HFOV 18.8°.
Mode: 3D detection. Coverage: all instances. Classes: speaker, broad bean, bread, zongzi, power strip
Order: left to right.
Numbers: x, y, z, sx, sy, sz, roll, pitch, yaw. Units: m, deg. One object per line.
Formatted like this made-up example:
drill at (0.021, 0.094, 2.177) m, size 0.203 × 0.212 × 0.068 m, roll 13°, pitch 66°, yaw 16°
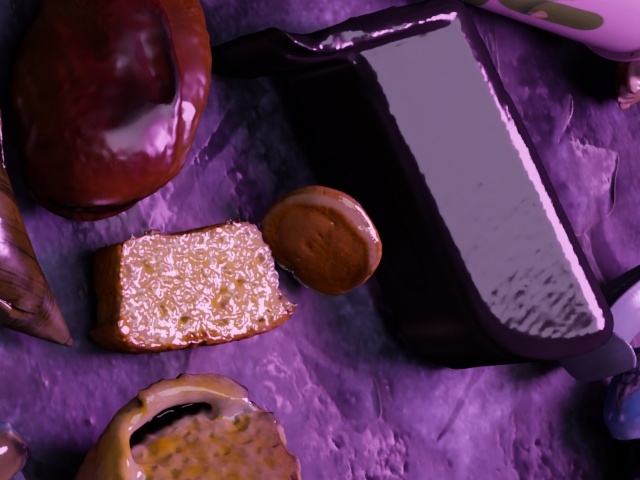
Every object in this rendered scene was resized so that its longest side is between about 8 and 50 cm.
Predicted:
zongzi at (-0.251, -0.037, 1.469) m, size 0.204 × 0.094 × 0.205 m, roll 21°, pitch 68°, yaw -39°
broad bean at (-0.167, -0.123, 1.538) m, size 0.156 × 0.122 × 0.228 m, roll 15°, pitch 64°, yaw -10°
bread at (-0.110, 0.040, 1.590) m, size 0.187 × 0.065 × 0.103 m, roll -11°, pitch 87°, yaw -39°
bread at (-0.098, 0.211, 1.484) m, size 0.197 × 0.170 × 0.197 m, roll 12°, pitch 48°, yaw -13°
bread at (0.000, 0.000, 1.662) m, size 0.110 × 0.110 × 0.024 m, roll 51°, pitch 34°, yaw -21°
speaker at (0.076, -0.040, 1.695) m, size 0.184 × 0.180 × 0.388 m, roll -33°, pitch 102°, yaw -32°
power strip at (0.301, 0.068, 1.877) m, size 0.216 × 0.137 × 0.044 m, roll -41°, pitch 101°, yaw -42°

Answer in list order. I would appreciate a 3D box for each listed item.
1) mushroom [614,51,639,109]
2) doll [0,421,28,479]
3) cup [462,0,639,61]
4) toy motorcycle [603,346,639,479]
mushroom at (0.452, -0.178, 1.971) m, size 0.301 × 0.233 × 0.208 m, roll 28°, pitch 63°, yaw -14°
doll at (-0.316, 0.239, 1.315) m, size 0.260 × 0.161 × 0.177 m, roll -43°, pitch 130°, yaw -38°
cup at (0.211, -0.314, 1.821) m, size 0.274 × 0.253 × 0.253 m, roll 8°, pitch 76°, yaw -31°
toy motorcycle at (0.427, 0.187, 1.934) m, size 0.416 × 0.172 × 0.232 m, roll -18°, pitch 99°, yaw -32°
